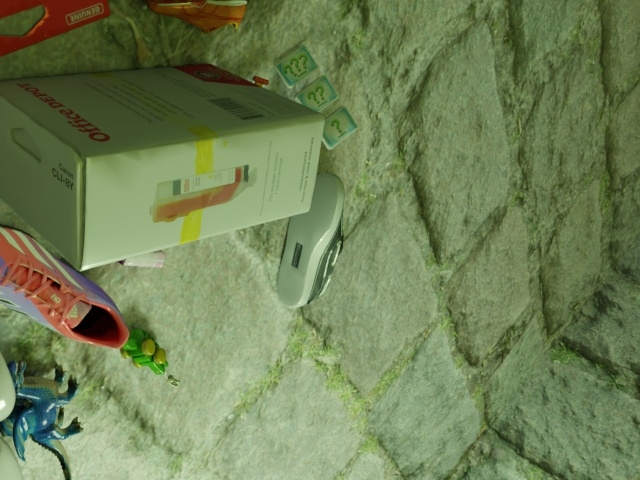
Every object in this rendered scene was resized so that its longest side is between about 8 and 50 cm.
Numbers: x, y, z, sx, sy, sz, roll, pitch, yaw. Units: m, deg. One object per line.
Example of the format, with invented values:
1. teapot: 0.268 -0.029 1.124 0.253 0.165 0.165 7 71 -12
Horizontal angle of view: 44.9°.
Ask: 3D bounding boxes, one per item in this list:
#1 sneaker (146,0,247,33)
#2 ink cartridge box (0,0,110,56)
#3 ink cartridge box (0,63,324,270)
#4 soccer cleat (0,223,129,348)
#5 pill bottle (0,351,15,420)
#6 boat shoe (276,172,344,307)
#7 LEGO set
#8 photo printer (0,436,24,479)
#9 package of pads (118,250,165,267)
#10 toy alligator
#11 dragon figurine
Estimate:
1. sneaker: -0.183 -0.343 1.171 0.175 0.064 0.067 -10 131 -42
2. ink cartridge box: -0.384 -0.340 0.942 0.275 0.060 0.239 -33 134 -31
3. ink cartridge box: -0.231 -0.124 1.081 0.384 0.279 0.160 -16 127 -42
4. soccer cleat: -0.406 0.073 1.141 0.109 0.116 0.318 -55 143 -7
5. pill bottle: -0.576 0.219 0.987 0.323 0.181 0.181 -28 133 -36
6. boat shoe: 0.000 0.000 1.574 0.102 0.108 0.301 -10 124 -45
7. LEGO set: -0.058 -0.211 1.343 0.244 0.060 0.182 -39 104 -24
8. photo printer: -0.527 0.454 1.145 0.307 0.107 0.256 -86 180 -51
9. package of pads: -0.303 0.022 1.282 0.083 0.050 0.032 6 109 -51
10. toy alligator: -0.305 0.205 1.405 0.190 0.056 0.051 55 29 -50
11. dragon figurine: -0.466 0.292 1.243 0.144 0.085 0.289 -17 125 -42
